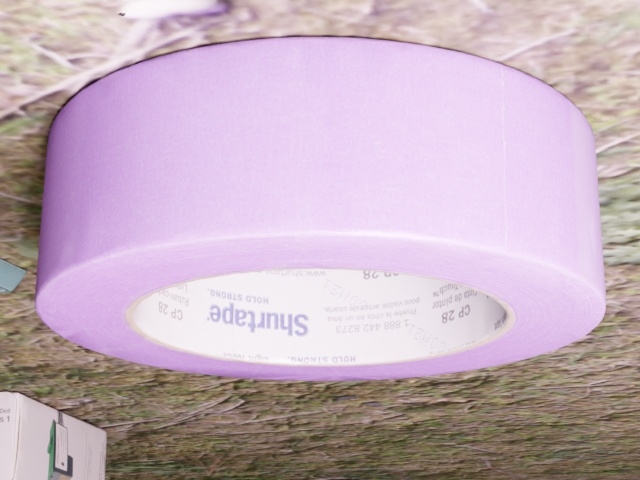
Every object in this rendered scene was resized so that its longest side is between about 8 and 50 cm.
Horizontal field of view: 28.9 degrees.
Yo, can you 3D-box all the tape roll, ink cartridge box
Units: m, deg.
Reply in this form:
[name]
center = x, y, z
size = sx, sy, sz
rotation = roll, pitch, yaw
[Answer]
[tape roll]
center = 0.000, 0.000, 0.622
size = 0.275, 0.090, 0.275
rotation = 1, 161, 0
[ink cartridge box]
center = -0.339, 0.224, 1.294
size = 0.160, 0.092, 0.219
rotation = -5, 161, 13

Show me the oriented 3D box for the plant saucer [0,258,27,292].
[plant saucer]
center = -0.294, 0.029, 0.826
size = 0.192, 0.018, 0.067
rotation = -6, 160, 21
